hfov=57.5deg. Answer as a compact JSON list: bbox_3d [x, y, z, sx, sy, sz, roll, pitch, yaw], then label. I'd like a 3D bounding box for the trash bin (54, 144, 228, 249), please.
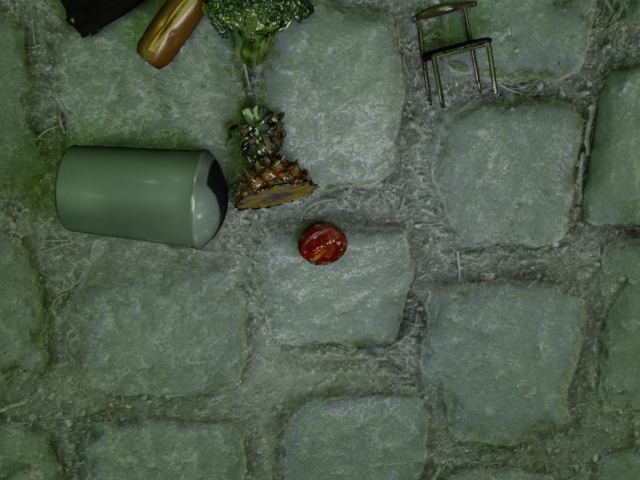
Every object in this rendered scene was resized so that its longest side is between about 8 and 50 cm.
[{"bbox_3d":[-0.475,-0.127,1.628,0.431,0.280,0.281,5,105,-1],"label":"trash bin"}]

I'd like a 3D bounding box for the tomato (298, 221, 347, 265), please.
[{"bbox_3d":[0.000,0.000,1.781,0.159,0.091,0.139,25,114,-37],"label":"tomato"}]

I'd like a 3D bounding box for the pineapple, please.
[{"bbox_3d":[-0.154,-0.247,1.666,0.262,0.262,0.272,-14,82,1],"label":"pineapple"}]

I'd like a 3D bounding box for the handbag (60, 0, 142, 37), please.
[{"bbox_3d":[-0.621,-0.718,1.543,0.257,0.113,0.285,-30,112,11],"label":"handbag"}]

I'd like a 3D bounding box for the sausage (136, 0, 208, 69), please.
[{"bbox_3d":[-0.375,-0.615,1.584,0.112,0.112,0.328,39,99,-12],"label":"sausage"}]

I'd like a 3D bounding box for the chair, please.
[{"bbox_3d":[0.370,-0.521,1.619,0.188,0.166,0.272,-15,105,1],"label":"chair"}]

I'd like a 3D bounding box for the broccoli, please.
[{"bbox_3d":[-0.173,-0.605,1.579,0.288,0.248,0.246,16,140,-18],"label":"broccoli"}]
